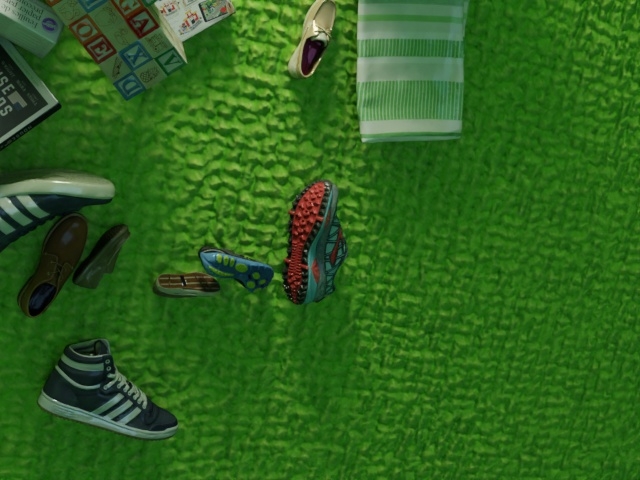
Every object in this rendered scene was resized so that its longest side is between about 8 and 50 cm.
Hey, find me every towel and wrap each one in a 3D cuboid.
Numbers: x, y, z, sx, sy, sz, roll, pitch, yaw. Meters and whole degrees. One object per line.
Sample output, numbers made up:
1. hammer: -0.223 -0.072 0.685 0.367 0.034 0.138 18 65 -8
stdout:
1. towel: 0.187 -0.358 1.995 0.248 0.038 0.324 -5 107 -22

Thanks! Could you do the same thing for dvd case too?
1. dvd case: -0.584 -0.223 1.674 0.239 0.029 0.179 -38 80 -10

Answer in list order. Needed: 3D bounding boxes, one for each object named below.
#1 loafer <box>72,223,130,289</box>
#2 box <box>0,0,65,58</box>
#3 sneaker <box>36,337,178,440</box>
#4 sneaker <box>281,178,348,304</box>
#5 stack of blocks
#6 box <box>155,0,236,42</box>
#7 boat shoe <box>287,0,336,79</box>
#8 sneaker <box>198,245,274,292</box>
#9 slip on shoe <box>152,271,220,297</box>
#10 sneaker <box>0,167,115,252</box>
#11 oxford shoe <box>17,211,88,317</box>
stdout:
1. loafer: -0.404 0.032 1.873 0.148 0.056 0.050 -47 119 6
2. box: -0.580 -0.414 1.637 0.324 0.067 0.063 28 60 -26
3. sneaker: -0.386 0.285 1.929 0.282 0.099 0.153 19 98 -25
4. sneaker: 0.000 0.000 2.038 0.125 0.104 0.261 -2 111 -42
5. stack of blocks: -0.342 -0.402 1.670 0.171 0.087 0.297 -29 128 8
6. box: -0.268 -0.417 1.811 0.207 0.036 0.114 -32 115 -13
7. boat shoe: -0.006 -0.388 1.926 0.063 0.059 0.170 18 97 -28
8. sneaker: -0.165 0.050 1.976 0.188 0.078 0.067 23 106 -43
9. slip on shoe: -0.264 0.093 1.962 0.135 0.051 0.041 1 144 -33
10. sneaker: -0.537 -0.042 1.752 0.350 0.131 0.148 -3 105 -13
11. oxford shoe: -0.482 0.050 1.830 0.076 0.076 0.212 26 92 -27
